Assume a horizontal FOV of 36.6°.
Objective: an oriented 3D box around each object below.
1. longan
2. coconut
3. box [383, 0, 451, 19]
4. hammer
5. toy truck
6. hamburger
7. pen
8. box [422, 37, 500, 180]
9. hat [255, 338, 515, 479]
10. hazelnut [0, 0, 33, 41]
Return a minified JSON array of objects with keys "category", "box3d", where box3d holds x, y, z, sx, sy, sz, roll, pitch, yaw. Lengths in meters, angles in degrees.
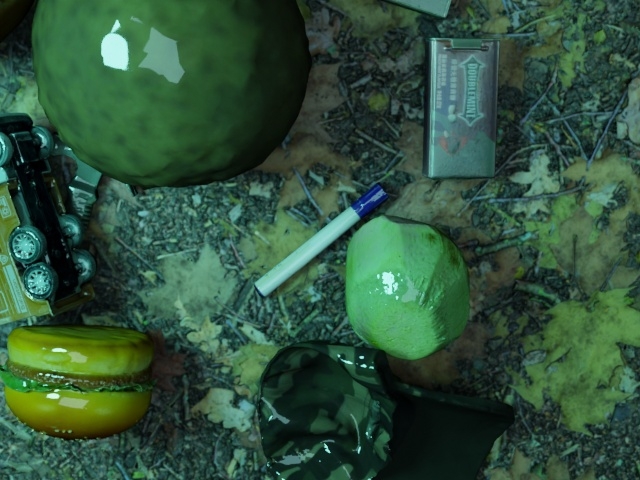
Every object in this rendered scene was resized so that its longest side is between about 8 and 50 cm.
[{"category":"longan","box3d":[-0.210,-0.259,1.366,0.390,0.391,0.391,-1,99,-4]},{"category":"coconut","box3d":[0.136,0.067,1.518,0.235,0.236,0.205,33,129,-8]},{"category":"box","box3d":[0.066,-0.479,1.505,0.324,0.047,0.181,16,97,-5]},{"category":"hammer","box3d":[-0.395,-0.043,1.545,0.158,0.041,0.227,24,96,-5]},{"category":"toy truck","box3d":[-0.468,-0.028,1.460,0.162,0.136,0.306,-16,95,19]},{"category":"hamburger","box3d":[-0.374,0.220,1.487,0.245,0.246,0.170,3,90,-4]},{"category":"pen","box3d":[0.000,0.000,1.580,0.269,0.033,0.033,-39,99,2]},{"category":"box","box3d":[0.223,-0.211,1.545,0.120,0.069,0.224,-2,99,-4]},{"category":"hat","box3d":[0.105,0.289,1.590,0.381,0.257,0.366,-1,131,-39]},{"category":"hazelnut","box3d":[-0.555,-0.423,1.308,0.402,0.402,0.429,-38,59,2]}]
